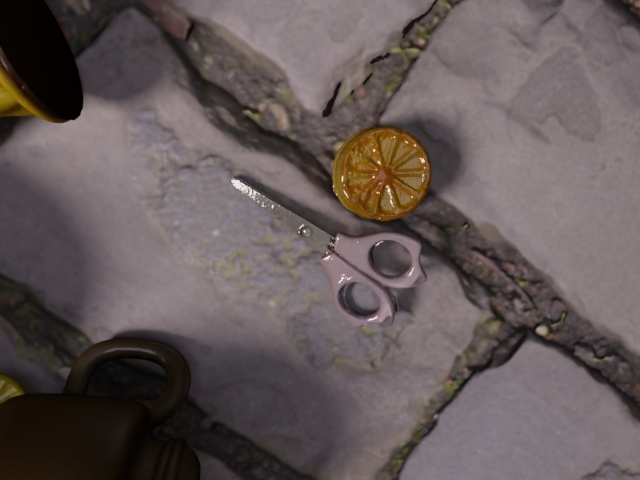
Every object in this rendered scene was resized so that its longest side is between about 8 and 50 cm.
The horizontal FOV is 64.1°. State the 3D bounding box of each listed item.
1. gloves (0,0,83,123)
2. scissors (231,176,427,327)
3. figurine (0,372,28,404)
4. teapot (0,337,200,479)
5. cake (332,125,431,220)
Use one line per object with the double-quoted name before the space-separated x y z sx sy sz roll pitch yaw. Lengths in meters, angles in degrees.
"gloves" -0.344 -0.101 0.375 0.294 0.116 0.133 -17 90 3
"scissors" 0.000 0.000 0.446 0.189 0.015 0.100 35 111 1
"figurine" -0.308 0.182 0.408 0.130 0.109 0.178 6 74 0
"teapot" -0.154 0.202 0.377 0.175 0.185 0.267 10 59 -9
"cake" 0.053 -0.057 0.438 0.084 0.044 0.084 0 95 -4
